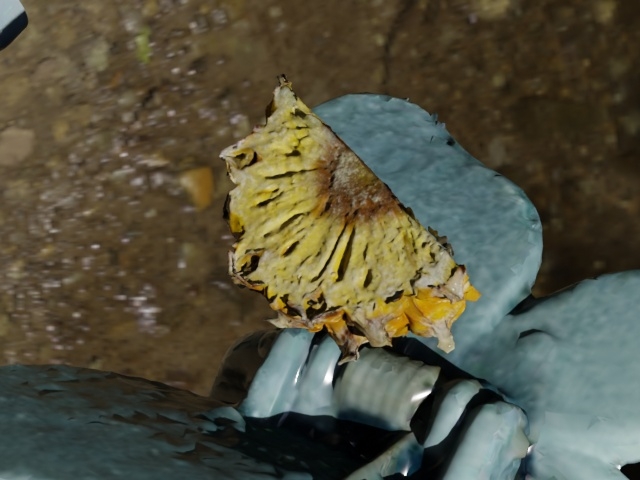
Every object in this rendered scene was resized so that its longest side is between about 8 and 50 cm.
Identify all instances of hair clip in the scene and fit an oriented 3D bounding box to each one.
[{"bbox_3d":[0.033,0.139,0.772,0.392,0.318,0.238,-40,142,-47],"label":"hair clip"}]

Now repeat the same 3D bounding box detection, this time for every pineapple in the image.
[{"bbox_3d":[0.000,0.000,0.378,0.045,0.083,0.019,-45,144,1],"label":"pineapple"}]

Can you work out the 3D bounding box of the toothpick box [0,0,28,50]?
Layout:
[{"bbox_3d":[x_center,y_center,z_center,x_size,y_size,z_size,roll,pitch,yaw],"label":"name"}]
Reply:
[{"bbox_3d":[-0.312,-0.145,1.238,0.101,0.101,0.153,46,72,-21],"label":"toothpick box"}]
